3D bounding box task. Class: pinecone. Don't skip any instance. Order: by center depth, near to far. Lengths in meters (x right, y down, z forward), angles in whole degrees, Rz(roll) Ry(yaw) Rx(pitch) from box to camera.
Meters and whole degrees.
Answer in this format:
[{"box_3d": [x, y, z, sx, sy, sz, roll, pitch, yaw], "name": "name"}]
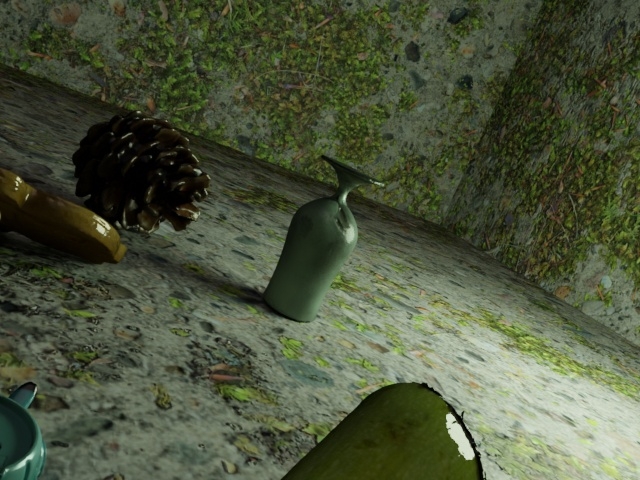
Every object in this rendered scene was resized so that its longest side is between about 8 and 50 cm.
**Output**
[{"box_3d": [-0.277, -0.096, 0.942, 0.204, 0.179, 0.184, 43, -29, 8], "name": "pinecone"}]

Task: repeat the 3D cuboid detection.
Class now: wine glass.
[{"box_3d": [0.000, 0.000, 0.887, 0.103, 0.231, 0.103, 23, 9, -4], "name": "wine glass"}]

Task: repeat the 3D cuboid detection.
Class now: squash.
[{"box_3d": [0.019, 0.185, 0.362, 0.137, 0.137, 0.287, 28, 16, 22], "name": "squash"}]

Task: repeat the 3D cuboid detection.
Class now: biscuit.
[{"box_3d": [-0.336, -0.036, 0.683, 0.248, 0.035, 0.184, 25, -23, -21], "name": "biscuit"}]

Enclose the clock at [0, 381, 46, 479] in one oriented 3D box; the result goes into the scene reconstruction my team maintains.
[{"box_3d": [-0.217, 0.125, 0.359, 0.108, 0.045, 0.147, 21, 11, -18], "name": "clock"}]
